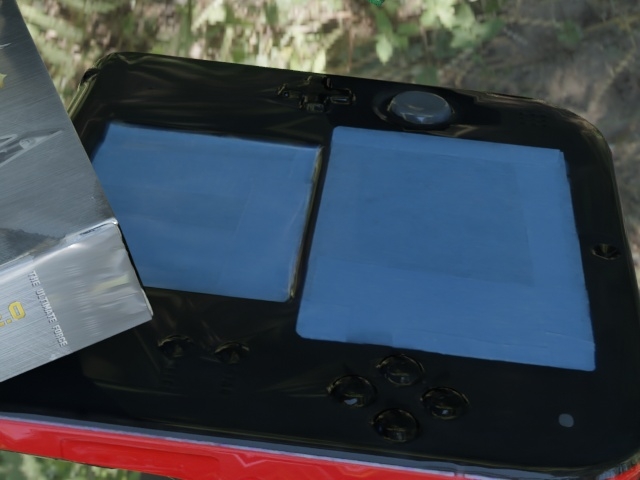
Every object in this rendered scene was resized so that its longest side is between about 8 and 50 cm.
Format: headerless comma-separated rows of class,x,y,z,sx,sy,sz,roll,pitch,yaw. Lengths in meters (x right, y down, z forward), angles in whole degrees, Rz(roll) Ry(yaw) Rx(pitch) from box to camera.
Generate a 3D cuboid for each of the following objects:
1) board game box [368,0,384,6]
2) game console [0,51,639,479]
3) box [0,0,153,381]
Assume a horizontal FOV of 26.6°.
board game box,0.110,-0.345,0.966,0.046,0.317,0.213,27,165,1
game console,0.000,0.000,0.746,0.342,0.386,0.060,11,121,0
box,-0.193,-0.014,0.597,0.183,0.231,0.056,-23,129,-8
